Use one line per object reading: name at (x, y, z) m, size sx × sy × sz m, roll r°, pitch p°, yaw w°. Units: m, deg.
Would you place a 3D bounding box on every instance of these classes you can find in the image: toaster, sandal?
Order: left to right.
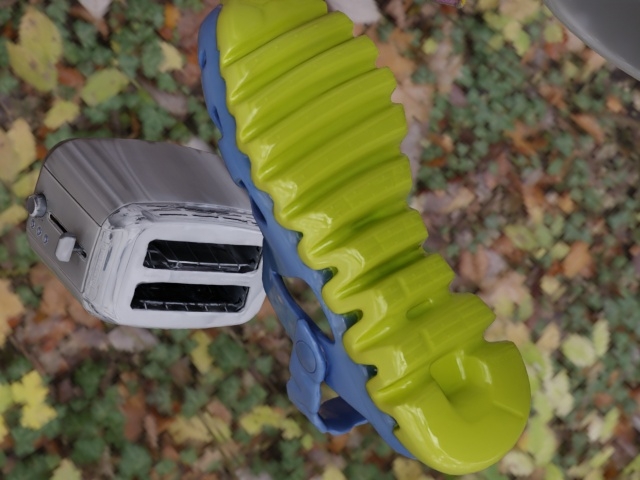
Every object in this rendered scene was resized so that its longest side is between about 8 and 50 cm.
toaster at (-0.135, -0.003, 1.135) m, size 0.227 × 0.146 × 0.129 m, roll 5°, pitch 117°, yaw -35°
sandal at (0.000, 0.000, 0.789) m, size 0.126 × 0.317 × 0.138 m, roll -18°, pitch 175°, yaw -36°

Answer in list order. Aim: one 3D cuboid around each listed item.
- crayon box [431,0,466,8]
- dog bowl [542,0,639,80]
crayon box at (-0.062, -0.323, 0.707) m, size 0.106 × 0.362 × 0.313 m, roll 77°, pitch 26°, yaw -82°
dog bowl at (0.309, -0.191, 0.982) m, size 0.102 × 0.348 × 0.349 m, roll -60°, pitch 145°, yaw -6°
